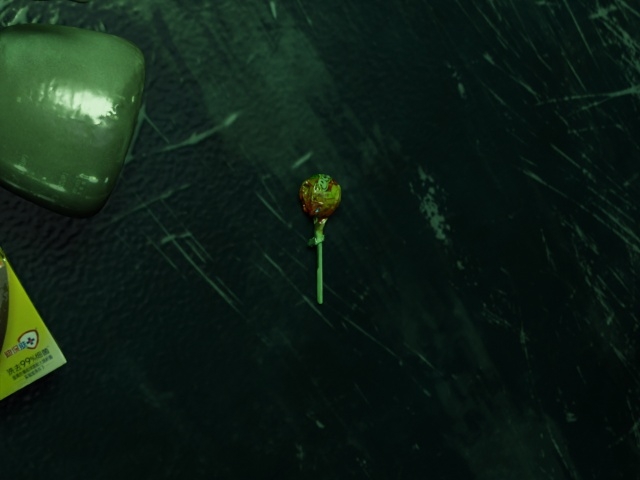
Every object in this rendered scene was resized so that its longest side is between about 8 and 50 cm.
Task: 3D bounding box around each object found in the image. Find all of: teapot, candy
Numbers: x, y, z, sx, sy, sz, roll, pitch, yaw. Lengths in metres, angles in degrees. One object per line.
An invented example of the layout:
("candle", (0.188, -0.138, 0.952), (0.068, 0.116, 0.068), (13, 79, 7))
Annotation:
("teapot", (-0.353, -0.166, 1.156), (0.285, 0.305, 0.223), (16, 80, -18))
("candy", (0.000, 0.000, 1.483), (0.061, 0.060, 0.200), (-8, 113, -22))

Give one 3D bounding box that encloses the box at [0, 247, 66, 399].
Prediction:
("box", (-0.474, 0.141, 1.273), (0.265, 0.097, 0.168), (-28, 112, -15))
